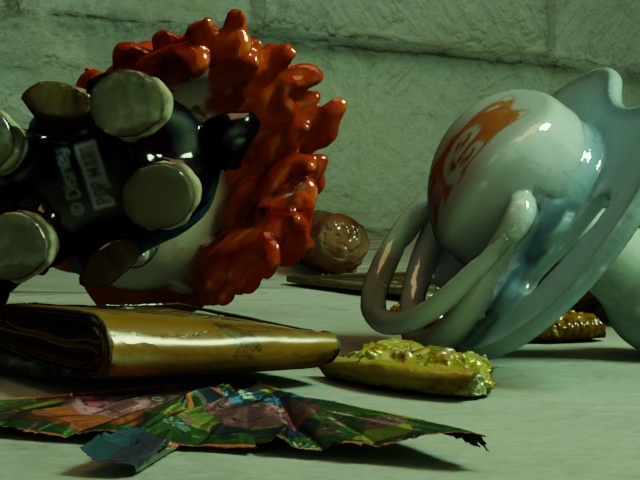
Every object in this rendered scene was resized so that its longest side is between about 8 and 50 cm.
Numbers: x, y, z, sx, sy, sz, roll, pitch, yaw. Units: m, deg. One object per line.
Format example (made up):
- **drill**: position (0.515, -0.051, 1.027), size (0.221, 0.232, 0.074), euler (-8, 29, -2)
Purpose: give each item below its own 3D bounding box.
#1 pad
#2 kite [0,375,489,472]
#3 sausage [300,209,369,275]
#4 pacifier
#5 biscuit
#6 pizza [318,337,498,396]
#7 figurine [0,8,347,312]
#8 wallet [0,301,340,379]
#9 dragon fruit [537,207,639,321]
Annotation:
- **pad**: position (0.144, 0.051, 1.399), size (0.284, 0.018, 0.286), euler (0, 3, -34)
- **kite**: position (-0.074, 0.081, 0.570), size (0.321, 0.016, 0.234), euler (2, 3, 11)
- **sausage**: position (0.000, 0.000, 1.730), size (0.094, 0.094, 0.419), euler (-14, 5, -7)
- **pacifier**: position (0.184, 0.010, 0.826), size (0.233, 0.244, 0.299), euler (32, 16, -10)
- **biscuit**: position (0.132, 0.064, 0.974), size (0.126, 0.025, 0.206), euler (-1, 3, -37)
- **pizza**: position (0.067, 0.074, 0.702), size (0.123, 0.026, 0.108), euler (2, 0, 42)
- **figurine**: position (-0.152, -0.038, 0.863), size (0.306, 0.241, 0.412), euler (-36, -3, 25)
- **wallet**: position (-0.110, 0.058, 0.709), size (0.161, 0.042, 0.195), euler (-1, 0, -38)
- **dragon fruit**: position (0.284, -0.006, 1.098), size (0.188, 0.182, 0.182), euler (26, 18, 37)
